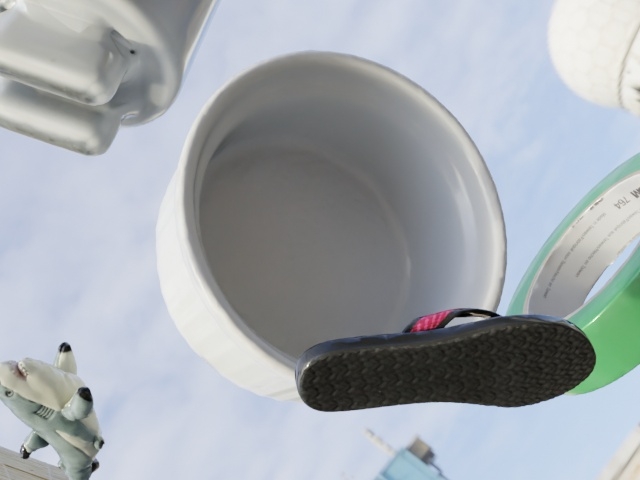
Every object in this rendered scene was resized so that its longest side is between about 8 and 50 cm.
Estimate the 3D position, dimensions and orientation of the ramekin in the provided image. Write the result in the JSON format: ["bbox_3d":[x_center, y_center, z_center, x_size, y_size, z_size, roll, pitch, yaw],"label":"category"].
[{"bbox_3d":[0.000,0.000,0.815,0.277,0.277,0.135,-35,-1,-30],"label":"ramekin"}]

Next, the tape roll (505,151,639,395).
[{"bbox_3d":[0.346,0.031,1.184,0.321,0.077,0.321,-52,6,8],"label":"tape roll"}]

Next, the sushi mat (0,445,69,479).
[{"bbox_3d":[-0.397,0.219,1.062,0.316,0.151,0.019,30,-93,-26],"label":"sushi mat"}]

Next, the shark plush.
[{"bbox_3d":[-0.212,0.149,0.798,0.067,0.073,0.161,-21,-43,-18],"label":"shark plush"}]

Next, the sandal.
[{"bbox_3d":[0.074,0.065,0.592,0.179,0.040,0.067,-3,-55,-4],"label":"sandal"}]

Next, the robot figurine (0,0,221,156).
[{"bbox_3d":[-0.195,-0.247,0.947,0.300,0.199,0.353,118,171,-53],"label":"robot figurine"}]
